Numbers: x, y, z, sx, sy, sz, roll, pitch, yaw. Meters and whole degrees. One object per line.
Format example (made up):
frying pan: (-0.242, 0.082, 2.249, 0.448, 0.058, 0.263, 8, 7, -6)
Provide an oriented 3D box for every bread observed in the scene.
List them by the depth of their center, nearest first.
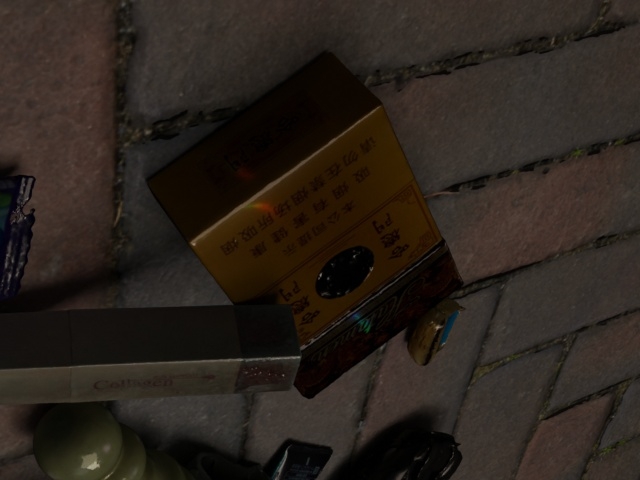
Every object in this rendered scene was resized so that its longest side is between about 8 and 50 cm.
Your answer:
bread: (0.163, 0.129, 1.895, 0.072, 0.053, 0.106, -40, 155, -43)

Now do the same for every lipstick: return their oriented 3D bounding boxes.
lipstick: (-0.211, 0.124, 1.422, 0.371, 0.080, 0.076, -2, 142, -16)

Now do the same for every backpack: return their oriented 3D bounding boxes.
backpack: (0.120, 0.405, 2.099, 0.258, 0.133, 0.206, -54, 146, 7)

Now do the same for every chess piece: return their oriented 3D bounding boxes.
chess piece: (-0.265, 0.287, 1.615, 0.144, 0.144, 0.251, -37, 139, -4)

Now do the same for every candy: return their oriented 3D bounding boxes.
candy: (-0.401, 0.006, 1.243, 0.275, 0.070, 0.145, -4, 123, -37)

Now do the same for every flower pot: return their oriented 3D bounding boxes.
flower pot: (-0.141, 0.373, 1.821, 0.108, 0.103, 0.229, -45, 150, 9)

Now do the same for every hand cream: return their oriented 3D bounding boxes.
hand cream: (-0.085, 0.421, 1.983, 0.270, 0.061, 0.120, -54, 144, 11)

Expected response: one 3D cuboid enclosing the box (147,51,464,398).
box: (0.000, 0.000, 1.553, 0.264, 0.116, 0.415, -37, 144, -6)
